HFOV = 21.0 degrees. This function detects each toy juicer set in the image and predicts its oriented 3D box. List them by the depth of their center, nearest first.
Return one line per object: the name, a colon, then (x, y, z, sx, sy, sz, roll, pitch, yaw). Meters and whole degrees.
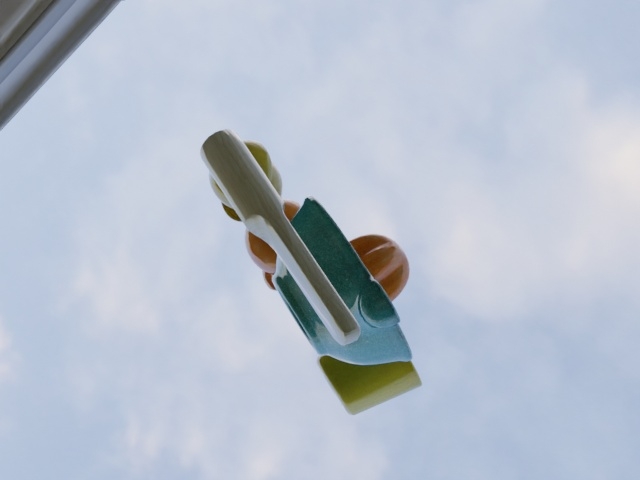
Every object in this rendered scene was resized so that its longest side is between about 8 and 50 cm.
toy juicer set: (0.000, 0.000, 1.205, 0.089, 0.329, 0.209, -32, -104, -4)

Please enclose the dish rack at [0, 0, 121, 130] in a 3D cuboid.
dish rack: (-0.279, -0.266, 1.453, 0.333, 0.072, 0.285, -42, -119, 31)
